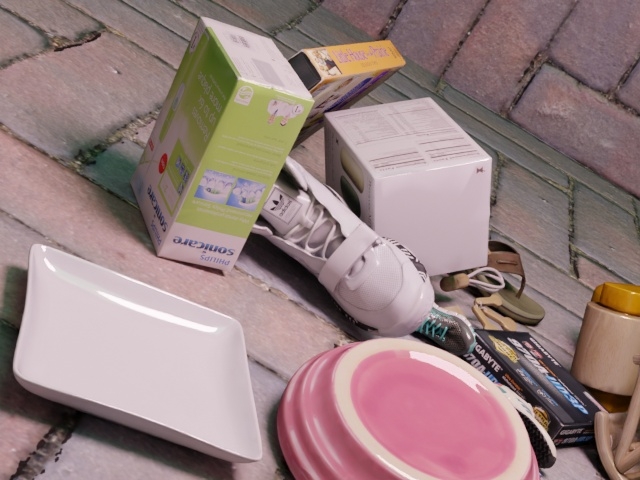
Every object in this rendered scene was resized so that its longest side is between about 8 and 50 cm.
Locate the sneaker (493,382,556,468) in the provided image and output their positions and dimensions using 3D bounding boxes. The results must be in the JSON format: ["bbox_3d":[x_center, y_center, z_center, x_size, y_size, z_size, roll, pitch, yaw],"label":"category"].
[{"bbox_3d":[0.293,0.260,1.653,0.075,0.057,0.161,2,33,-43],"label":"sneaker"}]

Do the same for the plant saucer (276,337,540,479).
[{"bbox_3d":[0.116,0.228,1.350,0.332,0.084,0.332,18,33,-12],"label":"plant saucer"}]

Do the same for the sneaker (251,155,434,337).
[{"bbox_3d":[0.000,0.000,1.673,0.210,0.137,0.366,31,10,-46],"label":"sneaker"}]

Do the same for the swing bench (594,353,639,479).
[{"bbox_3d":[0.557,0.261,1.751,0.253,0.254,0.165,6,28,-50],"label":"swing bench"}]

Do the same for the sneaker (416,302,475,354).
[{"bbox_3d":[0.164,0.127,1.785,0.166,0.065,0.076,35,27,32],"label":"sneaker"}]

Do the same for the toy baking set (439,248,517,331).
[{"bbox_3d":[0.234,0.082,1.943,0.197,0.030,0.256,19,40,-20],"label":"toy baking set"}]

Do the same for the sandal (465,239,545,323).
[{"bbox_3d":[0.309,0.033,2.088,0.303,0.086,0.120,49,20,-6],"label":"sandal"}]

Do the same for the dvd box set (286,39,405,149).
[{"bbox_3d":[-0.050,-0.216,1.908,0.062,0.307,0.420,56,24,2],"label":"dvd box set"}]

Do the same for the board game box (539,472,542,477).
[{"bbox_3d":[0.164,0.264,1.479,0.210,0.047,0.160,40,23,23],"label":"board game box"}]

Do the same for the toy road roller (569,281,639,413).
[{"bbox_3d":[0.523,0.169,1.989,0.329,0.202,0.240,6,10,-38],"label":"toy road roller"}]

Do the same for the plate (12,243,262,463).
[{"bbox_3d":[-0.206,0.129,1.277,0.277,0.045,0.278,23,23,-20],"label":"plate"}]

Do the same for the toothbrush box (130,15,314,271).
[{"bbox_3d":[-0.145,-0.134,1.607,0.122,0.283,0.206,12,28,-28],"label":"toothbrush box"}]

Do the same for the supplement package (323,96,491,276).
[{"bbox_3d":[0.137,-0.086,1.900,0.198,0.199,0.262,-10,31,-14],"label":"supplement package"}]

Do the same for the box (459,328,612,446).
[{"bbox_3d":[0.335,0.227,1.792,0.175,0.051,0.220,8,31,-47],"label":"box"}]
